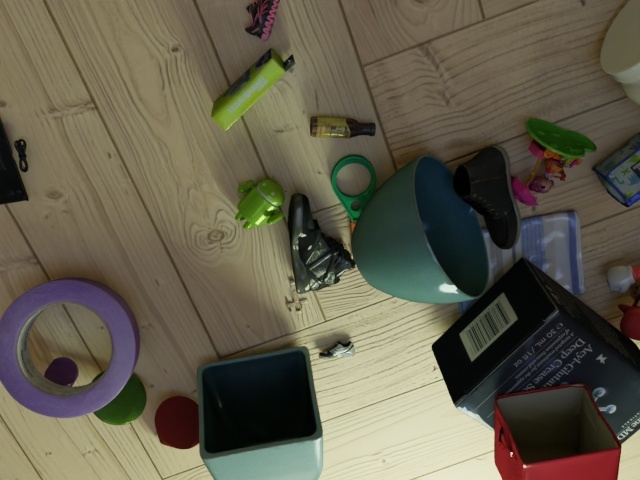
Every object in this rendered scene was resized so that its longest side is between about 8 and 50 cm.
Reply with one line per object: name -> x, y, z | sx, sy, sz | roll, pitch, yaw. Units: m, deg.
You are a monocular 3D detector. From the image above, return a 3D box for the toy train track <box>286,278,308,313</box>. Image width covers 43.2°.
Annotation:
toy train track -> -0.053, 0.122, 1.737 | 0.048, 0.014, 0.083 | -13, 114, -1

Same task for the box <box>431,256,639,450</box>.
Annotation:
box -> 0.491, 0.282, 1.734 | 0.395, 0.212, 0.293 | 33, 110, -24

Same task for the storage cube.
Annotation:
storage cube -> 0.453, 0.421, 1.581 | 0.214, 0.184, 0.193 | -10, 122, -3

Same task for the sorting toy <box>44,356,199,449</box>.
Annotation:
sorting toy -> -0.438, 0.373, 1.778 | 0.365, 0.127, 0.126 | 26, 138, -13

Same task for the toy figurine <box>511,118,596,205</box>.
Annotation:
toy figurine -> 0.453, -0.144, 1.640 | 0.173, 0.130, 0.159 | 0, 131, -33

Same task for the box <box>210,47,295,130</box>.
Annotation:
box -> -0.125, -0.287, 1.495 | 0.178, 0.109, 0.042 | -41, 110, 12

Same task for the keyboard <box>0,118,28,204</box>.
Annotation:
keyboard -> -0.608, -0.157, 1.550 | 0.108, 0.023, 0.180 | -9, 115, 5

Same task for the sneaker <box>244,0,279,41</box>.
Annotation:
sneaker -> -0.106, -0.426, 1.475 | 0.057, 0.047, 0.119 | 18, 110, -1

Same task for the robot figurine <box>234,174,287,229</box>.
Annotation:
robot figurine -> -0.119, -0.074, 1.613 | 0.115, 0.067, 0.101 | -45, 81, 14

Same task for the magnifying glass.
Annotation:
magnifying glass -> 0.073, -0.065, 1.664 | 0.092, 0.026, 0.231 | -7, 113, -3

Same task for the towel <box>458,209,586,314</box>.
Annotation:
towel -> 0.430, 0.055, 1.750 | 0.284, 0.034, 0.209 | -12, 114, -1

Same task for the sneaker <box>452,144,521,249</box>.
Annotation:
sneaker -> 0.328, -0.071, 1.629 | 0.118, 0.083, 0.222 | -26, 111, -30

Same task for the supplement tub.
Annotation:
supplement tub -> 0.717, -0.318, 1.501 | 0.331, 0.241, 0.241 | 27, 108, -16

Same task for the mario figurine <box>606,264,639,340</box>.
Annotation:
mario figurine -> 0.748, 0.070, 1.766 | 0.198, 0.170, 0.321 | 32, 98, 19

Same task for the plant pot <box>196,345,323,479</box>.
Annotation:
plant pot -> -0.119, 0.420, 1.746 | 0.247, 0.248, 0.252 | -10, 130, -2

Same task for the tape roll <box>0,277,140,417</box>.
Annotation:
tape roll -> -0.508, 0.214, 1.634 | 0.274, 0.090, 0.275 | 0, 90, -6

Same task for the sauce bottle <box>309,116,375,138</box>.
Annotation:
sauce bottle -> 0.044, -0.220, 1.580 | 0.128, 0.042, 0.042 | 1, 114, -5

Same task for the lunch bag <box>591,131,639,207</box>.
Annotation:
lunch bag -> 0.638, -0.136, 1.622 | 0.128, 0.151, 0.096 | -38, 113, 12

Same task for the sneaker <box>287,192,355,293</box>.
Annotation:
sneaker -> 0.000, 0.000, 1.652 | 0.130, 0.087, 0.228 | -9, 118, -4

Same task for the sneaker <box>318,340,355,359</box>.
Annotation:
sneaker -> 0.035, 0.242, 1.795 | 0.083, 0.032, 0.037 | -7, 101, -8

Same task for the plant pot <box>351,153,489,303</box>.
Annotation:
plant pot -> 0.177, 0.003, 1.588 | 0.195, 0.290, 0.290 | -23, 117, 30
